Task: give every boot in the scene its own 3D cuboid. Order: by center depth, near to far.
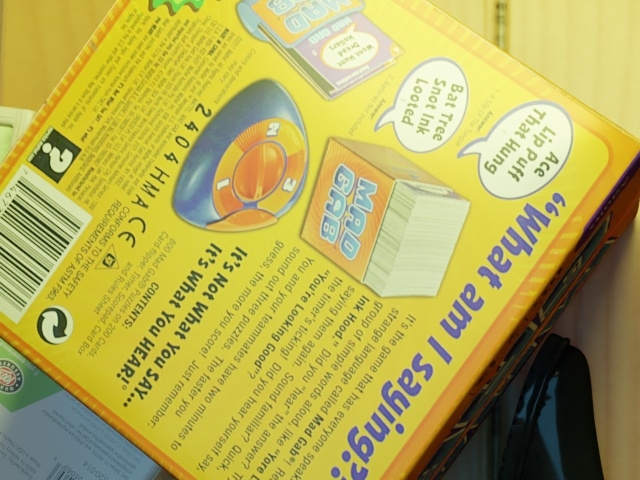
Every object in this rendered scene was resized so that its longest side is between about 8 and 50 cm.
[{"bbox_3d":[0.249,0.219,1.109,0.207,0.094,0.247,15,94,17],"label":"boot"}]

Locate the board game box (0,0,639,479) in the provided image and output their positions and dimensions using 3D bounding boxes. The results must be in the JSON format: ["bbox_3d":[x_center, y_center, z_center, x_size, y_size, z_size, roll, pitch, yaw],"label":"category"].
[{"bbox_3d":[0.000,0.000,1.052,0.356,0.356,0.357,36,92,13],"label":"board game box"}]

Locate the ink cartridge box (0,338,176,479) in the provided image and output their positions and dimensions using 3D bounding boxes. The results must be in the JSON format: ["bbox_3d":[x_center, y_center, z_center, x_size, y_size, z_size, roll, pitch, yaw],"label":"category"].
[{"bbox_3d":[-0.290,0.261,1.209,0.207,0.119,0.353,37,91,13],"label":"ink cartridge box"}]

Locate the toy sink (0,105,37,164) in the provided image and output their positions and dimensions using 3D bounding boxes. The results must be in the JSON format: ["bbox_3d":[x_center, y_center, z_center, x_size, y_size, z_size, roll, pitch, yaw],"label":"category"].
[{"bbox_3d":[-0.363,-0.051,1.251,0.234,0.131,0.153,9,86,13],"label":"toy sink"}]
